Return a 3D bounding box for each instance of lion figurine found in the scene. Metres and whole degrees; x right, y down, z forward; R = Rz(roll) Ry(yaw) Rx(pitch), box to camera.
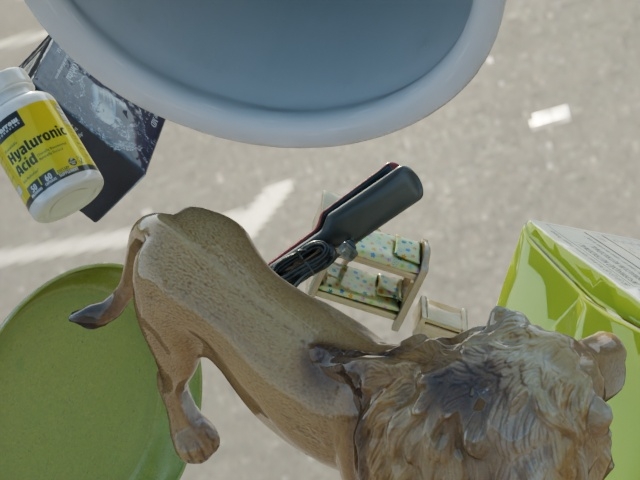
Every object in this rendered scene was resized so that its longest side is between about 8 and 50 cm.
[{"bbox_3d":[-0.010,0.073,0.995,0.392,0.240,0.142,24,62,18],"label":"lion figurine"}]

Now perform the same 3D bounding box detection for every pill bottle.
[{"bbox_3d":[-0.227,-0.077,1.318,0.065,0.116,0.065,-31,-14,-9],"label":"pill bottle"}]

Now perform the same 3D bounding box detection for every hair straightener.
[{"bbox_3d":[0.000,0.000,1.576,0.230,0.047,0.089,-31,13,-11],"label":"hair straightener"}]

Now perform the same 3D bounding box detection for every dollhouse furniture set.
[{"bbox_3d":[0.087,0.010,1.852,0.181,0.101,0.161,18,35,-10],"label":"dollhouse furniture set"}]

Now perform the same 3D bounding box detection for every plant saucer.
[{"bbox_3d":[-0.189,0.133,1.290,0.037,0.241,0.241,11,35,39],"label":"plant saucer"}]

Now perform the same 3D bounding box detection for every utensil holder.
[{"bbox_3d":[-0.009,-0.314,1.155,0.327,0.328,0.386,-7,48,27],"label":"utensil holder"}]

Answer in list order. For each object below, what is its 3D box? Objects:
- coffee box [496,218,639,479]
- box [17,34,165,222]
[{"bbox_3d":[0.344,0.210,1.511,0.334,0.338,0.338,10,15,-23],"label":"coffee box"},{"bbox_3d":[-0.260,-0.131,1.799,0.093,0.158,0.156,-41,21,28],"label":"box"}]
